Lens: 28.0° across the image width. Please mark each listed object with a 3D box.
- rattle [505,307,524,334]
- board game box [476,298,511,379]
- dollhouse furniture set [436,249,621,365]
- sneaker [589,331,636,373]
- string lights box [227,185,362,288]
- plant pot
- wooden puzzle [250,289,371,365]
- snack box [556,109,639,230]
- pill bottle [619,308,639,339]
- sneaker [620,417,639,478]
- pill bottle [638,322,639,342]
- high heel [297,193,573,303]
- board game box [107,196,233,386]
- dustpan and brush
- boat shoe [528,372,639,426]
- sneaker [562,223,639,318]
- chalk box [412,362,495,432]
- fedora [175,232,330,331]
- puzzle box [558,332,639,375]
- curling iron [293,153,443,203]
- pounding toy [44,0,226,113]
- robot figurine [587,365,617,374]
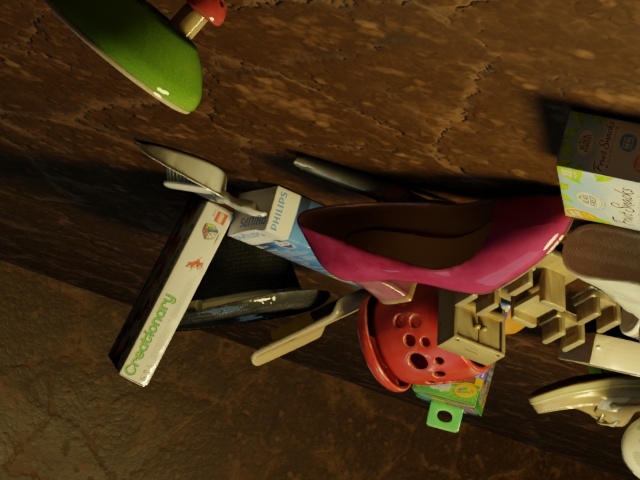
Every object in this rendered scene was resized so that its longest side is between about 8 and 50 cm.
[{"bbox_3d":[0.283,0.129,2.335,0.130,0.143,0.199,49,-178,-1],"label":"rattle"},{"bbox_3d":[0.204,0.137,2.197,0.210,0.160,0.047,16,-151,4],"label":"board game box"},{"bbox_3d":[0.284,0.058,1.883,0.212,0.161,0.242,22,144,-25],"label":"dollhouse furniture set"},{"bbox_3d":[0.512,0.203,2.261,0.098,0.069,0.038,7,164,38],"label":"sneaker"},{"bbox_3d":[0.000,0.000,2.031,0.260,0.076,0.133,23,165,-28],"label":"string lights box"},{"bbox_3d":[0.163,0.147,2.076,0.174,0.191,0.191,-20,151,22],"label":"plant pot"},{"bbox_3d":[0.011,0.132,2.259,0.239,0.044,0.221,-34,172,37],"label":"wooden puzzle"},{"bbox_3d":[0.358,-0.058,1.338,0.207,0.070,0.174,14,168,18],"label":"snack box"},{"bbox_3d":[0.519,0.129,1.938,0.120,0.067,0.067,20,167,-15],"label":"pill bottle"},{"bbox_3d":[0.636,0.303,1.937,0.447,0.169,0.257,-1,162,36],"label":"sneaker"},{"bbox_3d":[0.572,0.156,1.856,0.221,0.124,0.124,22,166,-23],"label":"pill bottle"},{"bbox_3d":[0.137,-0.014,1.648,0.181,0.127,0.377,38,140,-26],"label":"high heel"},{"bbox_3d":[-0.246,0.077,2.081,0.053,0.305,0.193,28,176,-15],"label":"board game box"},{"bbox_3d":[-0.168,-0.081,1.933,0.211,0.060,0.147,12,167,22],"label":"dustpan and brush"},{"bbox_3d":[0.522,0.284,2.270,0.302,0.098,0.109,-8,179,-3],"label":"boat shoe"},{"bbox_3d":[0.472,0.057,1.634,0.292,0.108,0.169,19,173,40],"label":"sneaker"},{"bbox_3d":[0.264,0.267,2.525,0.132,0.213,0.132,13,167,16],"label":"chalk box"},{"bbox_3d":[-0.147,0.066,2.246,0.334,0.152,0.334,-8,174,-1],"label":"fedora"},{"bbox_3d":[0.612,0.217,2.088,0.409,0.052,0.272,13,176,1],"label":"puzzle box"},{"bbox_3d":[0.091,-0.060,1.749,0.274,0.035,0.068,18,167,-9],"label":"curling iron"},{"bbox_3d":[-0.182,-0.238,1.248,0.237,0.110,0.183,43,-173,17],"label":"pounding toy"},{"bbox_3d":[0.542,0.235,2.365,0.115,0.067,0.101,27,154,-38],"label":"robot figurine"}]
